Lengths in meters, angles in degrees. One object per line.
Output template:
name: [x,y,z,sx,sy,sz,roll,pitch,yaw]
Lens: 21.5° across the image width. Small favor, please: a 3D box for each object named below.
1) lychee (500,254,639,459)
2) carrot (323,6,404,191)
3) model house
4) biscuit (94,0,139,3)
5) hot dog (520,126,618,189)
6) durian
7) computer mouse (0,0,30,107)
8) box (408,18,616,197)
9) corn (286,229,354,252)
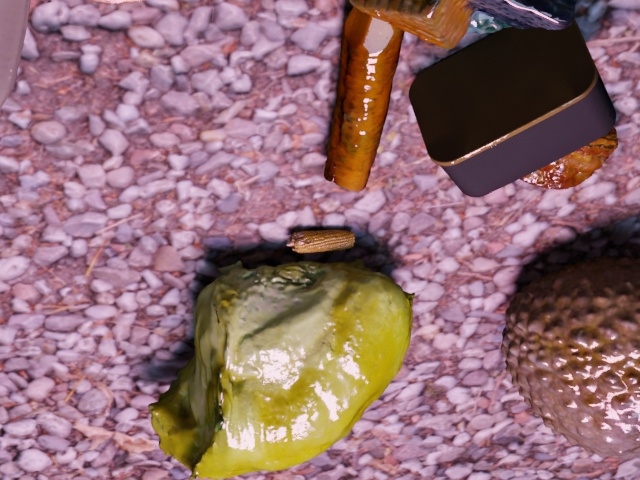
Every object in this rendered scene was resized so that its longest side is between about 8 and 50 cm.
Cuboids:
lychee: [0.359,0.142,2.088,0.274,0.255,0.255,15,131,-7]
carrot: [0.045,-0.159,1.838,0.070,0.070,0.260,-2,138,-11]
model house: [0.127,-0.261,1.597,0.261,0.241,0.226,19,125,-15]
biscuit: [-0.213,-0.288,1.673,0.140,0.023,0.118,13,130,-24]
hot dog: [0.273,-0.109,1.944,0.147,0.065,0.099,10,141,-25]
durian: [-0.042,0.151,2.036,0.339,0.204,0.256,-8,124,-7]
computer mouse: [-0.383,-0.225,1.650,0.197,0.095,0.331,0,135,-20]
box: [0.211,-0.146,1.835,0.201,0.144,0.090,-28,138,13]
corn: [0.000,0.000,2.014,0.083,0.027,0.028,-4,150,-13]
